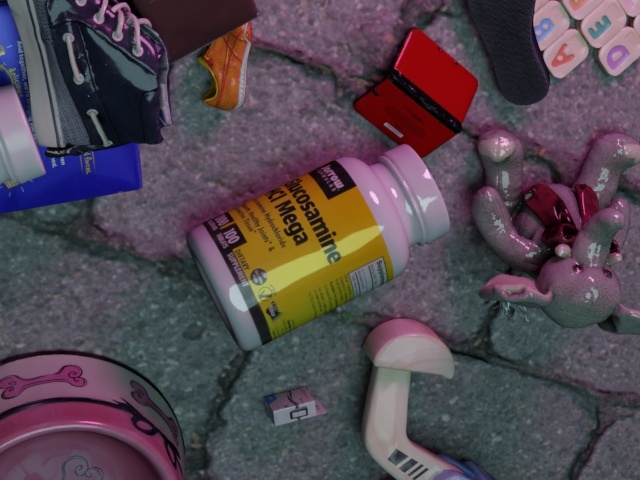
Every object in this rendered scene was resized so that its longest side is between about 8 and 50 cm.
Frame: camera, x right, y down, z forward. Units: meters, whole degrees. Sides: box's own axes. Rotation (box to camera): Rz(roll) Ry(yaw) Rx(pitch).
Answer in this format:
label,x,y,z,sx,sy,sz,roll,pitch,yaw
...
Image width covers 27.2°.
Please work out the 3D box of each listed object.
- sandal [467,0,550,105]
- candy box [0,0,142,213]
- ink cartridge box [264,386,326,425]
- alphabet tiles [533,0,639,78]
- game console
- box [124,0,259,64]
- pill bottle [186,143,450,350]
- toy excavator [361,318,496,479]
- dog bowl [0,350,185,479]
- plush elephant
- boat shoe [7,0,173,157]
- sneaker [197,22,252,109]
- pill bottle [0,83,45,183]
label,x,y,z,sx,sy,sz,roll,pitch,yaw
sandal,0.265,-0.309,1.867,0.097,0.054,0.254,-3,129,17
candy box,-0.397,-0.173,1.644,0.317,0.122,0.268,-10,114,-14
ink cartridge box,-0.038,0.248,1.994,0.083,0.048,0.028,-12,115,-16
alphabet tiles,0.406,-0.380,1.910,0.278,0.021,0.284,-41,119,0
game console,0.137,-0.208,1.887,0.144,0.085,0.124,35,128,-28
box,-0.227,-0.417,1.540,0.143,0.191,0.381,-31,126,-3
pill bottle,0.000,0.000,1.825,0.334,0.188,0.187,-27,118,-8
toy excavator,0.165,0.397,2.057,0.445,0.222,0.433,34,96,-20
dog bowl,-0.375,0.369,1.864,0.408,0.150,0.407,-8,114,-17
plush elephant,0.360,0.015,1.923,0.272,0.255,0.329,7,109,-23
boat shoe,-0.257,-0.256,1.498,0.158,0.127,0.340,0,122,8
sneaker,-0.126,-0.256,1.744,0.068,0.064,0.175,4,108,-11
pill bottle,-0.461,-0.085,1.503,0.272,0.152,0.152,-20,117,-8
